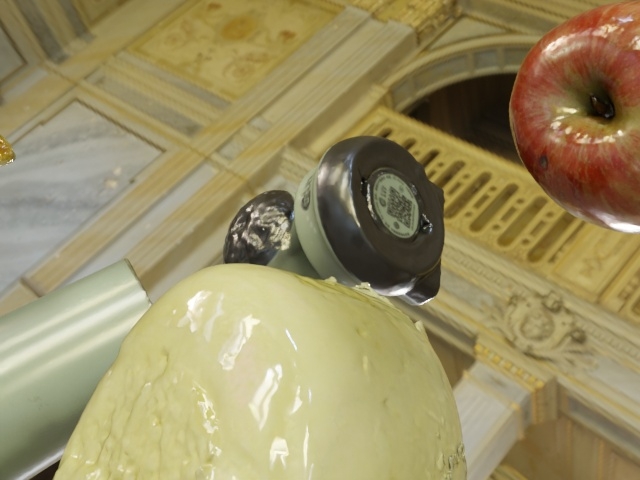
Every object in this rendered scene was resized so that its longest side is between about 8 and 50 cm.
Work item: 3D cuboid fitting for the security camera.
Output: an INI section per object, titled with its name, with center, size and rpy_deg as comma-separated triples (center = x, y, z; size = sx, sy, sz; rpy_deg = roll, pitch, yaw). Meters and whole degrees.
[security camera]
center = 0.000, 0.000, 1.046
size = 0.191, 0.197, 0.277
rpy_deg = 29, -37, -32

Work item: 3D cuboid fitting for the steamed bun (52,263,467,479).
[steamed bun]
center = -0.016, 0.151, 0.436
size = 0.166, 0.273, 0.232
rpy_deg = 23, -5, 43

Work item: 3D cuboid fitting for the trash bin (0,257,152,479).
[trash bin]
center = -0.467, 0.236, 1.401
size = 0.280, 0.431, 0.280
rpy_deg = 56, -14, 22

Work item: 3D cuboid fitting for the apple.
[apple]
center = 0.201, -0.076, 0.528
size = 0.146, 0.130, 0.147
rpy_deg = 0, -91, 48

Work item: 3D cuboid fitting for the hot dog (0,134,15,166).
[hot dog]
center = -0.340, -0.098, 0.827
size = 0.090, 0.030, 0.034
rpy_deg = 19, -52, 40
